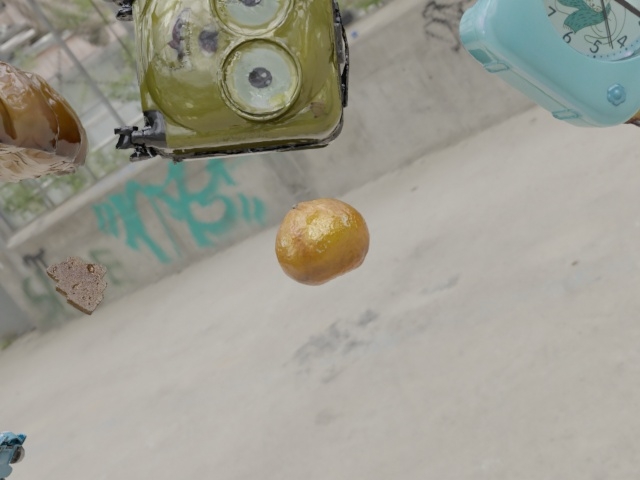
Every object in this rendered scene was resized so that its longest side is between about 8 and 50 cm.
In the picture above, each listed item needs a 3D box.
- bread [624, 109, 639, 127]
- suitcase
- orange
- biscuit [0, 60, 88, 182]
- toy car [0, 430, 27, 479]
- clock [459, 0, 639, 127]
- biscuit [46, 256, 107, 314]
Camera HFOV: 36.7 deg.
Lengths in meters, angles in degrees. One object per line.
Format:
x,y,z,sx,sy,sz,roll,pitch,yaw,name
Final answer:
0.404,-0.212,1.239,0.169,0.140,0.160,-33,23,14,bread
-0.088,-0.179,0.947,0.234,0.194,0.143,-6,-4,0,suitcase
0.003,0.002,1.764,0.177,0.155,0.177,-12,-1,0,orange
-0.389,-0.118,0.929,0.325,0.107,0.326,3,-4,0,biscuit
-0.645,0.419,1.832,0.162,0.098,0.126,-60,-17,1,toy car
0.309,-0.283,1.098,0.274,0.223,0.094,-59,15,-5,clock
-0.443,0.084,1.782,0.119,0.130,0.019,1,-40,-34,biscuit
